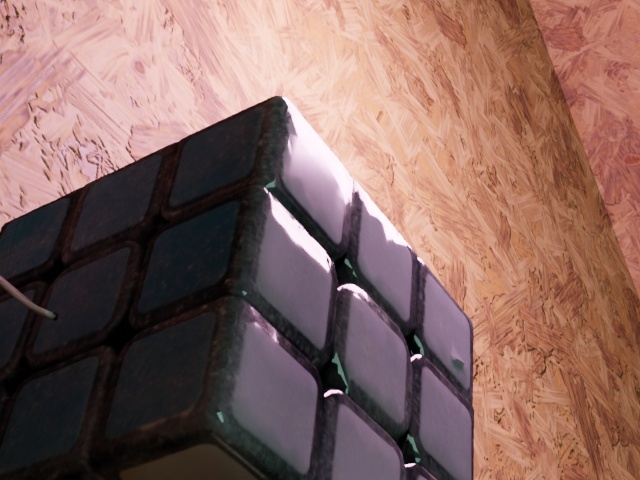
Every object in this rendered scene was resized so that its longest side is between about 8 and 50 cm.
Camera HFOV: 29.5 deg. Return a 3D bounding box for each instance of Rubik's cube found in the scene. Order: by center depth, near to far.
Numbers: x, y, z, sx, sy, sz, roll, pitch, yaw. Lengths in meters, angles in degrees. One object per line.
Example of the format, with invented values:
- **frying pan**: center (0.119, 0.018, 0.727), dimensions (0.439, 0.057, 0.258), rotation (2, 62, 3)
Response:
- **Rubik's cube**: center (-0.079, 0.129, 0.916), dimensions (0.304, 0.301, 0.305), rotation (46, 34, -35)

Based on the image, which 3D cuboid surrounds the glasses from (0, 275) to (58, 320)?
- **glasses**: center (-0.278, 0.029, 0.770), dimensions (0.255, 0.095, 0.162), rotation (41, 8, 33)
